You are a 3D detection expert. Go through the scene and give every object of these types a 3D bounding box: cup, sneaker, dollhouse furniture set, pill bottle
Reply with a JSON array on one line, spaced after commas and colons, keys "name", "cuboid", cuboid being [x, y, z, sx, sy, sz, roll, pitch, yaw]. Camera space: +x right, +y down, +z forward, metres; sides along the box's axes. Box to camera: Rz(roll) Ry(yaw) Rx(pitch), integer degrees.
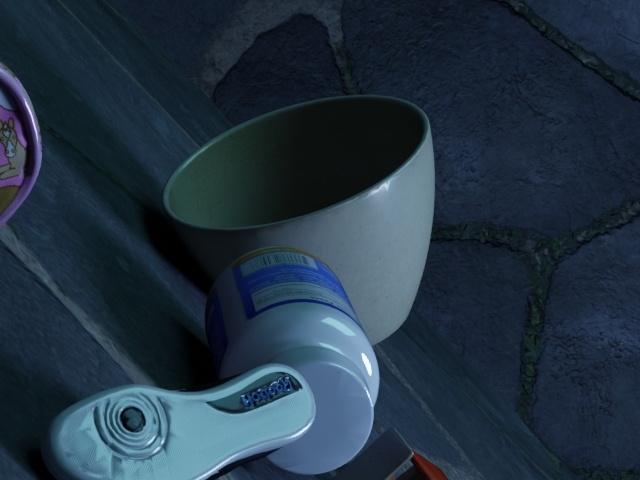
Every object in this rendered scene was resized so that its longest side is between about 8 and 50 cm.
[{"name": "cup", "cuboid": [0.000, 0.000, 1.843, 0.331, 0.331, 0.237, -121, -168, -62]}, {"name": "sneaker", "cuboid": [-0.116, 0.150, 1.061, 0.217, 0.121, 0.079, -7, 70, -40]}, {"name": "dollhouse furniture set", "cuboid": [0.172, 0.316, 1.562, 0.259, 0.135, 0.262, 51, 8, 38]}, {"name": "pill bottle", "cuboid": [-0.027, 0.116, 1.456, 0.152, 0.152, 0.272, 44, 7, -20]}]

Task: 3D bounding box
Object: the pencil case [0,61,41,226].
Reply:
[{"name": "pencil case", "cuboid": [-0.319, -0.140, 1.143, 0.167, 0.160, 0.386, 42, 9, -38]}]
